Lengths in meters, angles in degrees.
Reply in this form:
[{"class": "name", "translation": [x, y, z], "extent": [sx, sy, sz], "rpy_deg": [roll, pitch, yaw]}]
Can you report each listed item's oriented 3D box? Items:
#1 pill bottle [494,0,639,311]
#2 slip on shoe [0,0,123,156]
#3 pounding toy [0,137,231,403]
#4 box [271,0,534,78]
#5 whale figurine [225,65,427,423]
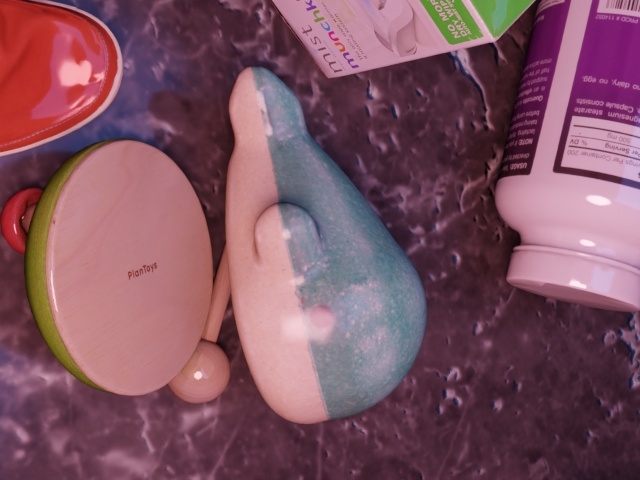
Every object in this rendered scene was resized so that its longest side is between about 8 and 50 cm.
[{"class": "pill bottle", "translation": [0.269, -0.104, 0.986], "extent": [0.181, 0.181, 0.323], "rpy_deg": [18, 83, -30]}, {"class": "slip on shoe", "translation": [-0.286, -0.114, 0.707], "extent": [0.331, 0.101, 0.123], "rpy_deg": [-4, 91, -32]}, {"class": "pounding toy", "translation": [-0.162, 0.027, 0.798], "extent": [0.237, 0.110, 0.183], "rpy_deg": [29, 63, -57]}, {"class": "box", "translation": [0.115, -0.266, 0.862], "extent": [0.262, 0.231, 0.127], "rpy_deg": [-46, 113, -21]}, {"class": "whale figurine", "translation": [0.000, 0.000, 0.814], "extent": [0.141, 0.216, 0.272], "rpy_deg": [-10, 79, 1]}]
